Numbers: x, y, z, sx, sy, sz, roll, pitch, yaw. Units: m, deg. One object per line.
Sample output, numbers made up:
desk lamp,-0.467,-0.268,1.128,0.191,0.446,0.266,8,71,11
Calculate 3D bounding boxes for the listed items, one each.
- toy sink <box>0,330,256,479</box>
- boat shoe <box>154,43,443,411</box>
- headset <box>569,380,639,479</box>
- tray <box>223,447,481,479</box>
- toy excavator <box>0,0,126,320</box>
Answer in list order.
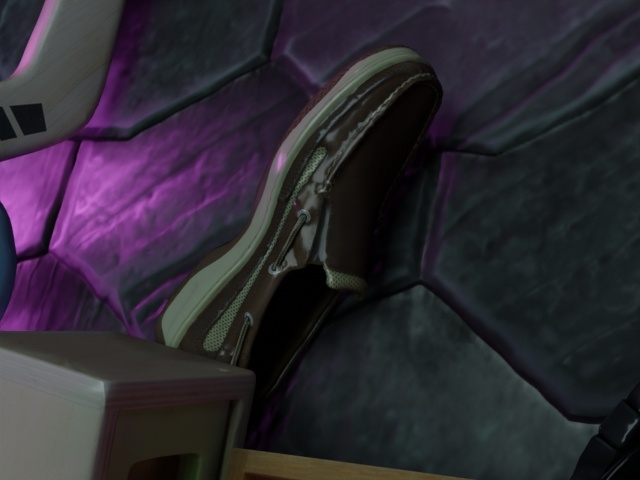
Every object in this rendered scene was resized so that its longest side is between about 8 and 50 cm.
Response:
toy sink,-0.141,0.178,0.708,0.131,0.153,0.234,13,92,28
boat shoe,0.005,0.002,0.774,0.095,0.095,0.257,46,108,34
headset,0.158,0.194,0.476,0.243,0.185,0.394,34,96,46
tray,0.005,0.325,0.626,0.203,0.076,0.411,0,70,35
toy excavator,-0.302,-0.050,0.908,0.222,0.445,0.433,-6,96,56
